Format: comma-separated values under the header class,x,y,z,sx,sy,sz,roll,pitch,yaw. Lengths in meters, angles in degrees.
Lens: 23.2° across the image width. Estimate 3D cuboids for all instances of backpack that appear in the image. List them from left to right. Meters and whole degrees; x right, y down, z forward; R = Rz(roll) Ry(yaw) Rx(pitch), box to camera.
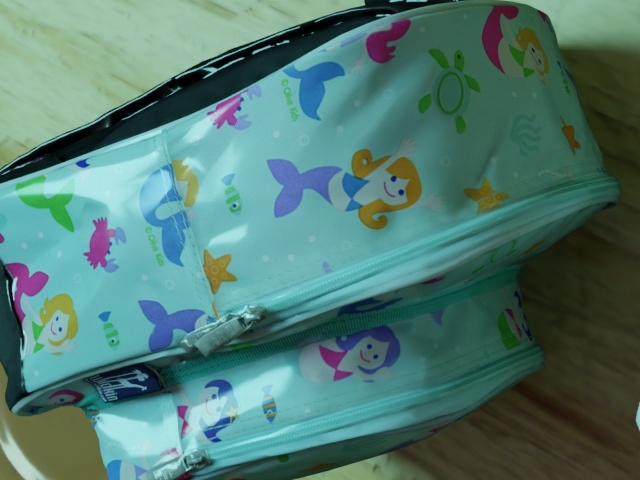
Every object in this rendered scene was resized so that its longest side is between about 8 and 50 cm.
class,x,y,z,sx,sy,sz,roll,pitch,yaw
backpack,0.000,0.000,0.673,0.253,0.225,0.191,-28,82,25

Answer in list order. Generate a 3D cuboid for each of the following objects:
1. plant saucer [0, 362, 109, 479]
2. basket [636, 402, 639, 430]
class,x,y,z,sx,sy,sz,roll,pitch,yaw
plant saucer,-0.137,0.085,0.896,0.200,0.037,0.200,5,99,36
basket,0.212,0.018,0.592,0.113,0.103,0.167,29,112,30
